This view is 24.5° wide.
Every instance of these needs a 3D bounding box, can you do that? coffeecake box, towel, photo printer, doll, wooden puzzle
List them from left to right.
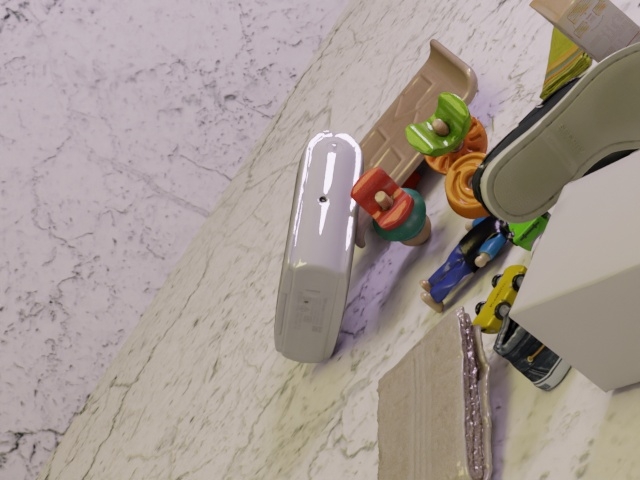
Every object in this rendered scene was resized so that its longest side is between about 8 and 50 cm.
[{"bbox_3d":[0.000,0.000,2.316,0.256,0.107,0.307,99,179,-50],"label":"photo printer"},{"bbox_3d":[0.151,-0.163,2.543,0.348,0.080,0.322,-55,15,10],"label":"wooden puzzle"},{"bbox_3d":[0.131,0.226,1.754,0.187,0.049,0.282,-48,25,37],"label":"towel"},{"bbox_3d":[0.213,0.012,2.044,0.189,0.046,0.129,-46,18,23],"label":"doll"},{"bbox_3d":[0.387,-0.313,2.292,0.102,0.021,0.237,-40,20,36],"label":"towel"},{"bbox_3d":[0.376,-0.263,1.920,0.068,0.185,0.142,-50,17,10],"label":"coffeecake box"}]

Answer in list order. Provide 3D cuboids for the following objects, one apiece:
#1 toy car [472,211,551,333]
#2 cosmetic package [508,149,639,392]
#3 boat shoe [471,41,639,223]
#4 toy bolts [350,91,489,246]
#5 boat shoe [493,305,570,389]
[{"bbox_3d":[0.279,0.004,1.865,0.239,0.053,0.225,-47,17,18],"label":"toy car"},{"bbox_3d":[0.373,-0.002,1.433,0.365,0.155,0.197,-29,28,56],"label":"cosmetic package"},{"bbox_3d":[0.325,-0.139,1.819,0.340,0.127,0.113,-41,13,-9],"label":"boat shoe"},{"bbox_3d":[0.186,-0.068,2.224,0.228,0.158,0.218,-41,58,6],"label":"toy bolts"},{"bbox_3d":[0.271,0.074,1.682,0.183,0.083,0.065,-58,17,-17],"label":"boat shoe"}]
